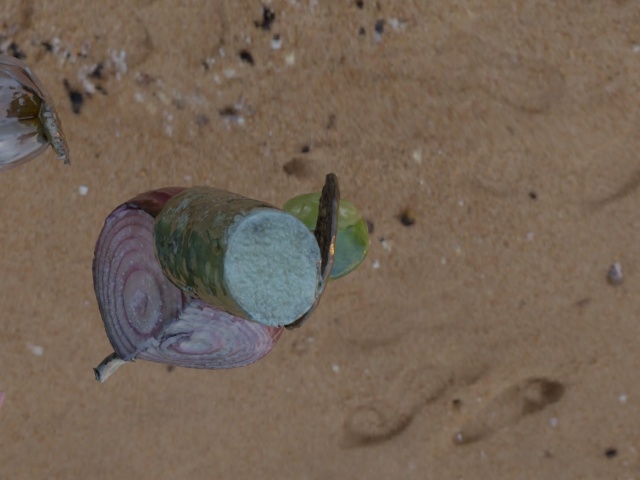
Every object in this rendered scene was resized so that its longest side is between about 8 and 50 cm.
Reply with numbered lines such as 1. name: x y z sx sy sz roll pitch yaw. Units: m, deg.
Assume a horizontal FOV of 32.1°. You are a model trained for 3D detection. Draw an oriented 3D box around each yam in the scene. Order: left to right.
1. yam: -0.074 0.012 0.992 0.107 0.194 0.107 -4 100 -26

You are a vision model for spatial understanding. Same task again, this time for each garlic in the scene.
1. garlic: -0.459 -0.140 1.640 0.207 0.207 0.257 13 105 -14

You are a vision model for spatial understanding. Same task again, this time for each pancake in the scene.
1. pancake: -0.017 0.009 1.223 0.020 0.190 0.184 8 99 -18

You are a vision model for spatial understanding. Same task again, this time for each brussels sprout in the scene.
1. brussels sprout: -0.002 0.004 1.803 0.149 0.122 0.151 30 118 -20

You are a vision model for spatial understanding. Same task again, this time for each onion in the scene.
1. onion: -0.164 0.052 1.527 0.230 0.256 0.272 -4 176 -36

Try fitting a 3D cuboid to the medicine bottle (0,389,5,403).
1. medicine bottle: -0.618 0.248 1.658 0.254 0.152 0.152 23 121 -11
